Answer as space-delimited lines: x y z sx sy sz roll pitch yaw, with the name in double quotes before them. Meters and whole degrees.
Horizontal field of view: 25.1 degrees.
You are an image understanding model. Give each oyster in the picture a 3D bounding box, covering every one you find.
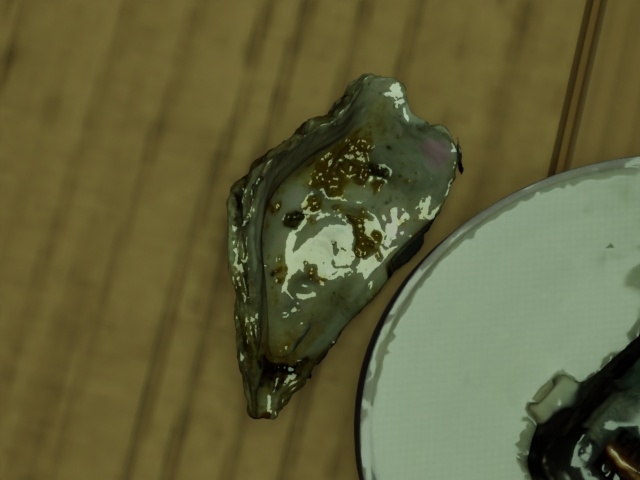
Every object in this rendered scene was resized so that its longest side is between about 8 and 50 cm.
"oyster" -0.003 -0.001 0.380 0.051 0.034 0.093 46 74 -14

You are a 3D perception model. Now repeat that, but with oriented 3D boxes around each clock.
"clock" 0.115 0.056 0.364 0.198 0.064 0.172 44 87 0
